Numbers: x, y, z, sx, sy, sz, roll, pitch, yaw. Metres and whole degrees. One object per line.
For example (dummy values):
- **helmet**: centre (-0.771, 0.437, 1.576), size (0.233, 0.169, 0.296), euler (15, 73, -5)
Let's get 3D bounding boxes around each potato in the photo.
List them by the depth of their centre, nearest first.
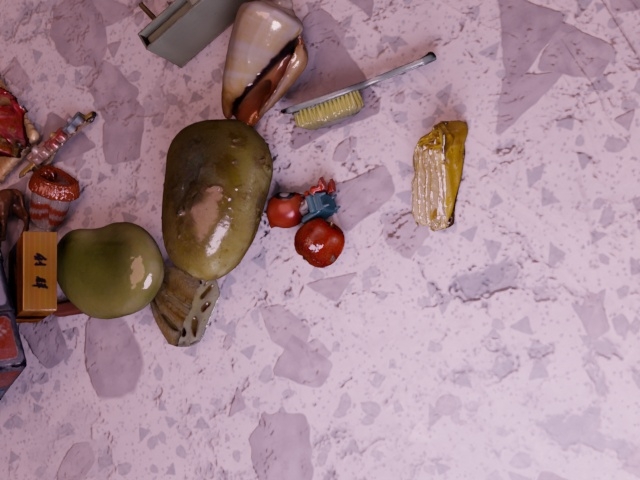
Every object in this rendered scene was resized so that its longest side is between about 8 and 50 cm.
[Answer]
- **potato**: centre (-0.187, -0.077, 1.559), size (0.210, 0.173, 0.308), euler (0, 74, 28)

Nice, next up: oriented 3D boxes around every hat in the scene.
- **hat**: centre (-0.563, -0.062, 1.803), size (0.112, 0.093, 0.163), euler (31, 114, 35)

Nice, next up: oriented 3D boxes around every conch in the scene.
- **conch**: centre (-0.105, -0.341, 1.618), size (0.158, 0.127, 0.255), euler (31, 121, -4)

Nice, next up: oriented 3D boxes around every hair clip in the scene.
- **hair clip**: centre (-0.556, -0.203, 1.826), size (0.214, 0.056, 0.062), euler (-45, 35, 13)

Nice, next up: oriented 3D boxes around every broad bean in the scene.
- **broad bean**: centre (-0.402, 0.054, 1.650), size (0.263, 0.121, 0.189), euler (4, 77, 42)

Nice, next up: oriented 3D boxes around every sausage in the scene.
- **sausage**: centre (-0.482, 0.131, 1.756), size (0.147, 0.030, 0.035), euler (-13, 77, 23)

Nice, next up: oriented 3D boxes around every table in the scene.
- **table**: centre (-0.237, -0.462, 1.676), size (0.240, 0.121, 0.111), euler (-36, 70, 16)

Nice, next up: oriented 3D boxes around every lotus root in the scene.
- **lotus root**: centre (-0.256, 0.111, 1.631), size (0.144, 0.070, 0.143), euler (34, 100, 40)

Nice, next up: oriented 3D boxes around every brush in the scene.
- **brush**: centre (0.071, -0.254, 1.544), size (0.296, 0.068, 0.060), euler (-18, 95, 20)

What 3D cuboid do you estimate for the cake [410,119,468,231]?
- **cake**: centre (0.201, -0.118, 1.474), size (0.079, 0.116, 0.185), euler (2, 115, 29)

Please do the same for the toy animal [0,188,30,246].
- **toy animal**: centre (-0.728, -0.061, 1.877), size (0.224, 0.066, 0.230), euler (-29, 60, 14)

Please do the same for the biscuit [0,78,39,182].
- **biscuit**: centre (-0.719, -0.258, 1.920), size (0.160, 0.030, 0.250), euler (-45, 67, 13)

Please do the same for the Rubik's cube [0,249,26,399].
- **Rubik's cube**: centre (-0.809, 0.177, 1.668), size (0.363, 0.362, 0.359), euler (-43, 65, 42)

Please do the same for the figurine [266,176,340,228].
- **figurine**: centre (-0.036, -0.059, 1.560), size (0.140, 0.068, 0.075), euler (-19, 78, 28)

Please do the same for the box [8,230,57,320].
- **box**: centre (-0.566, 0.075, 1.710), size (0.237, 0.070, 0.152), euler (155, 113, -64)

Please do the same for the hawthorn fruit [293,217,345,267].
- **hawthorn fruit**: centre (0.000, 0.000, 1.525), size (0.093, 0.093, 0.093), euler (-4, 81, 24)

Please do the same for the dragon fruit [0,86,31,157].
- **dragon fruit**: centre (-0.737, -0.256, 1.834), size (0.261, 0.189, 0.163), euler (13, 113, 19)
